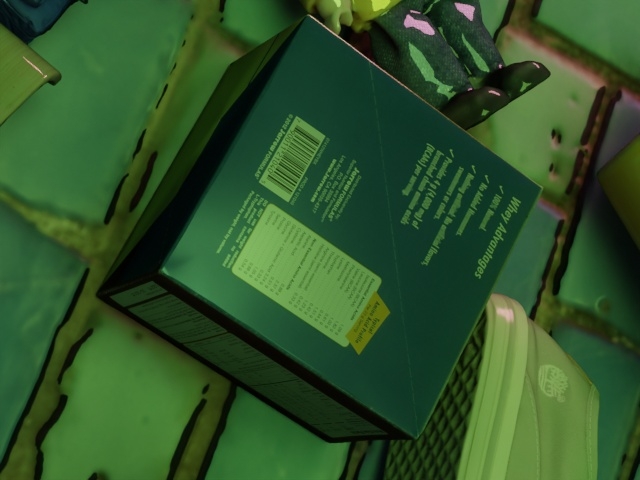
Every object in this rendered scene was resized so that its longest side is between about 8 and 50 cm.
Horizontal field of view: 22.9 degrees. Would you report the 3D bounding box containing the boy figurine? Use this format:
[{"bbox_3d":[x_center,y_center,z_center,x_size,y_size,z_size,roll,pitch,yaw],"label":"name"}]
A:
[{"bbox_3d":[0.050,-0.210,1.117,0.177,0.092,0.285,-29,90,-36],"label":"boy figurine"}]

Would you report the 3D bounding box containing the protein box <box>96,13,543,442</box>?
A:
[{"bbox_3d":[0.000,0.000,1.048,0.201,0.136,0.200,35,70,-17],"label":"protein box"}]

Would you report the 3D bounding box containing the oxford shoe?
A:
[{"bbox_3d":[0.096,0.255,1.047,0.130,0.169,0.449,25,68,-22],"label":"oxford shoe"}]

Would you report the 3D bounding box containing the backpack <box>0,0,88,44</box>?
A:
[{"bbox_3d":[-0.175,-0.198,1.015,0.098,0.101,0.120,47,66,-19],"label":"backpack"}]

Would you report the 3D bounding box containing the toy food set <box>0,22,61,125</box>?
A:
[{"bbox_3d":[-0.335,-0.068,0.940,0.219,0.092,0.306,40,67,-2],"label":"toy food set"}]

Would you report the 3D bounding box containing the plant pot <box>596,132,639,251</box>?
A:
[{"bbox_3d":[0.342,-0.016,1.162,0.254,0.254,0.239,-40,86,-24],"label":"plant pot"}]
